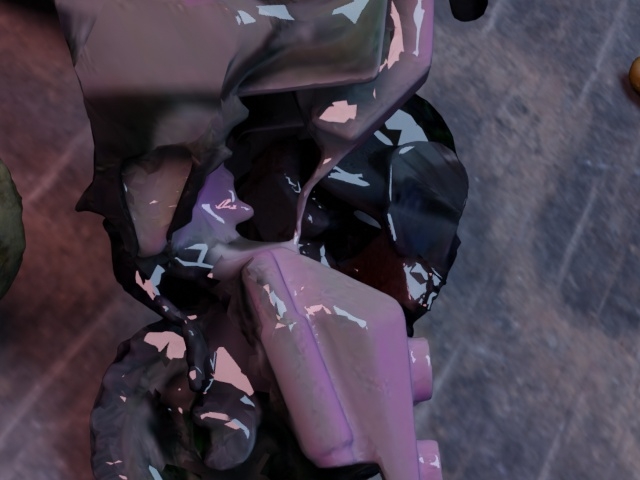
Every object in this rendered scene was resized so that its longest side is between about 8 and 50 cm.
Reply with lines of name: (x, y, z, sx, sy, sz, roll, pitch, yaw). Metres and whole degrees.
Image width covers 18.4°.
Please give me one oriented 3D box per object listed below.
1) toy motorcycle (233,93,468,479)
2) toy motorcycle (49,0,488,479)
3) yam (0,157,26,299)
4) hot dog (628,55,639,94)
toy motorcycle: (0.000, -0.001, 0.858, 0.122, 0.082, 0.213, 27, 48, -16)
toy motorcycle: (-0.005, -0.044, 0.744, 0.143, 0.188, 0.327, 79, 5, -84)
yam: (-0.175, 0.018, 0.655, 0.078, 0.078, 0.179, 51, 36, 4)
hot dog: (0.249, -0.074, 1.255, 0.137, 0.028, 0.044, 32, 11, -26)
